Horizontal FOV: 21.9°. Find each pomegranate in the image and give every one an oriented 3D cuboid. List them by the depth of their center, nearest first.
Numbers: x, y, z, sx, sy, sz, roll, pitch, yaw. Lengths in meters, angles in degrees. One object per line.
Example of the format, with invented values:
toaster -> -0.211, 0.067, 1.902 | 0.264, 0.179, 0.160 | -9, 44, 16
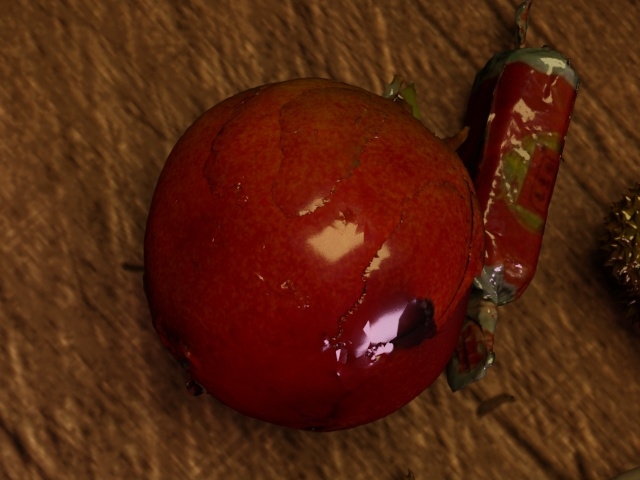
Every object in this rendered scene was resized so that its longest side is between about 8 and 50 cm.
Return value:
pomegranate -> 0.000, 0.000, 0.989 | 0.210, 0.210, 0.235 | 32, 50, -2

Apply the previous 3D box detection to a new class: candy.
candy -> 0.119, -0.039, 1.081 | 0.059, 0.086, 0.292 | 17, 73, -10

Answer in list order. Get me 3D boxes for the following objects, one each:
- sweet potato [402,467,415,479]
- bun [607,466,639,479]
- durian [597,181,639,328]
sweet potato -> 0.092, 0.248, 1.010 | 0.068, 0.068, 0.226 | -25, 84, -18
bun -> 0.217, 0.221, 1.014 | 0.173, 0.120, 0.173 | 1, 80, -6
durian -> 0.266, 0.019, 1.079 | 0.168, 0.137, 0.158 | -21, 100, -30
